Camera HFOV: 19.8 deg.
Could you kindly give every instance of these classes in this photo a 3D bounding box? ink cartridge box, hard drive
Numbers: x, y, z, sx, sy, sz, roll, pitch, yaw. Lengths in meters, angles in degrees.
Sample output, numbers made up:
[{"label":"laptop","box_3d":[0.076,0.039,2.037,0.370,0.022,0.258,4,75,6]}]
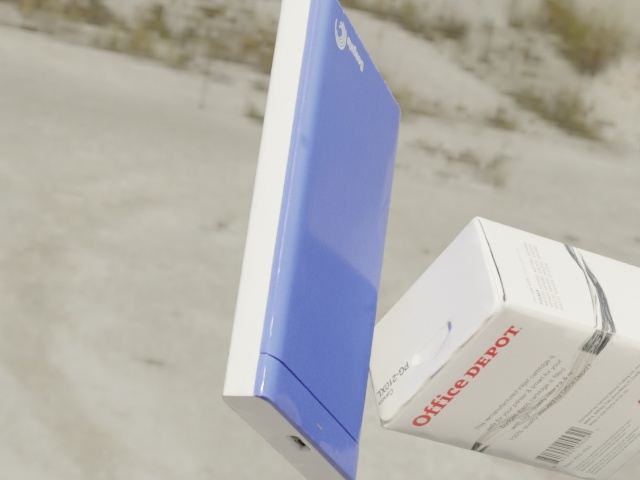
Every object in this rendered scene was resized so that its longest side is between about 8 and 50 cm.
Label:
[{"label":"ink cartridge box","box_3d":[0.180,0.094,1.492,0.237,0.172,0.100,17,41,-30]},{"label":"hard drive","box_3d":[0.000,0.000,1.368,0.040,0.319,0.210,-1,-24,19]}]
